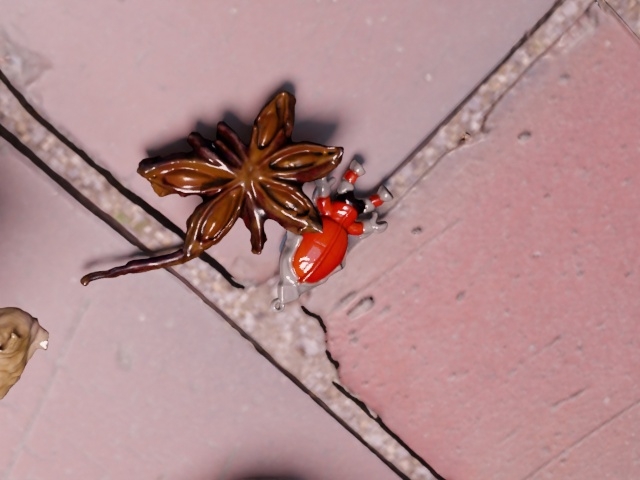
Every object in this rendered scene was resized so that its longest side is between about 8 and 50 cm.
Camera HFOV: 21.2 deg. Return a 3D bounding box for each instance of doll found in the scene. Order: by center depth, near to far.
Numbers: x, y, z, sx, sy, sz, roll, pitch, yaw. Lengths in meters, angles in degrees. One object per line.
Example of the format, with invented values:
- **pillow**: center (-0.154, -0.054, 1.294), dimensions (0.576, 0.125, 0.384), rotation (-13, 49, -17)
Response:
- **doll**: center (-0.001, -0.001, 1.148), dimensions (0.114, 0.039, 0.057), rotation (-52, 140, -2)

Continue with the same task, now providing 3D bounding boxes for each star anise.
- **star anise**: center (-0.073, -0.021, 1.110), dimensions (0.190, 0.070, 0.097), rotation (-24, 86, -4)

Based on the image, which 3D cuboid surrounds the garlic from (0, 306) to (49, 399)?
- **garlic**: center (-0.304, 0.047, 0.985), dimensions (0.210, 0.292, 0.237), rotation (-40, 147, -30)
